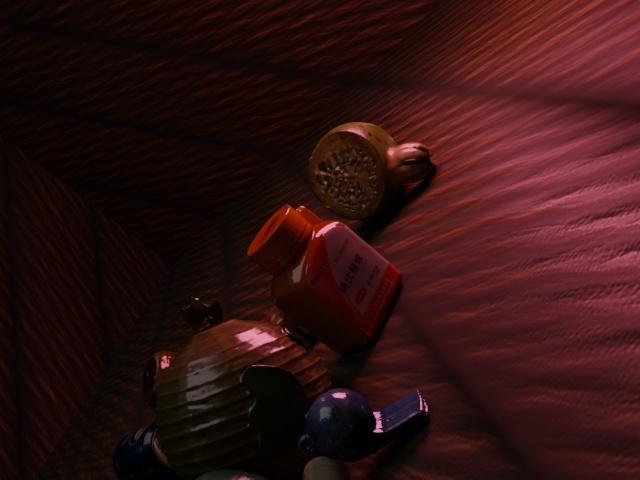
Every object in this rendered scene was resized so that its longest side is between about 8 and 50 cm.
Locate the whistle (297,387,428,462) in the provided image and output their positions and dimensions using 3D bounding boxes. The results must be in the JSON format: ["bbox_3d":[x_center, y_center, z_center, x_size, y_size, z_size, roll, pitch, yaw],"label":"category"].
[{"bbox_3d":[0.040,0.206,0.886,0.157,0.090,0.090,-34,17,11],"label":"whistle"}]

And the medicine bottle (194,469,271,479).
[{"bbox_3d":[-0.108,0.365,0.883,0.147,0.147,0.143,-41,19,35],"label":"medicine bottle"}]

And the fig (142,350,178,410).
[{"bbox_3d":[-0.337,0.335,1.759,0.166,0.154,0.144,58,-128,-73],"label":"fig"}]

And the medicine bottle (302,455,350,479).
[{"bbox_3d":[0.002,0.329,0.809,0.059,0.059,0.231,-46,14,20],"label":"medicine bottle"}]

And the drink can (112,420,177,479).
[{"bbox_3d":[-0.326,0.421,1.497,0.205,0.118,0.118,-33,22,47],"label":"drink can"}]

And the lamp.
[{"bbox_3d":[-0.113,0.205,1.026,0.250,0.284,0.250,-26,-3,-1],"label":"lamp"}]

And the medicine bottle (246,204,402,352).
[{"bbox_3d":[0.002,0.053,1.177,0.112,0.222,0.149,-32,23,53],"label":"medicine bottle"}]

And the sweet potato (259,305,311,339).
[{"bbox_3d":[-0.078,0.178,1.396,0.252,0.097,0.097,-47,14,32],"label":"sweet potato"}]

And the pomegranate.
[{"bbox_3d":[0.103,-0.156,1.500,0.241,0.190,0.159,-42,-8,36],"label":"pomegranate"}]
